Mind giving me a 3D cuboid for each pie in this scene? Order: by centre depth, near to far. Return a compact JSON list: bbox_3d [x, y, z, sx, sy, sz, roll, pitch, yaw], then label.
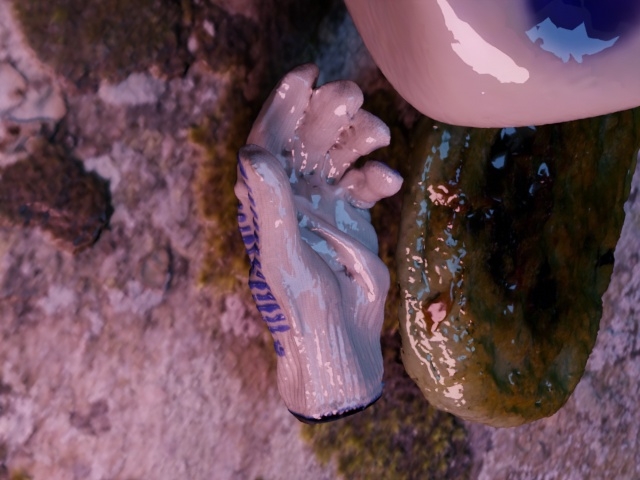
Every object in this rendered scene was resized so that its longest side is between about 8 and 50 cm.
[{"bbox_3d":[0.144,-0.026,1.311,0.323,0.071,0.323,-31,128,-50],"label":"pie"}]

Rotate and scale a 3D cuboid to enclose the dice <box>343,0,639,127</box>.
[{"bbox_3d":[0.142,-0.254,1.055,0.304,0.277,0.304,-22,116,-5],"label":"dice"}]

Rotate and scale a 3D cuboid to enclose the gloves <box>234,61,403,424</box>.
[{"bbox_3d":[-0.005,0.002,1.189,0.119,0.097,0.229,-26,124,-52],"label":"gloves"}]
